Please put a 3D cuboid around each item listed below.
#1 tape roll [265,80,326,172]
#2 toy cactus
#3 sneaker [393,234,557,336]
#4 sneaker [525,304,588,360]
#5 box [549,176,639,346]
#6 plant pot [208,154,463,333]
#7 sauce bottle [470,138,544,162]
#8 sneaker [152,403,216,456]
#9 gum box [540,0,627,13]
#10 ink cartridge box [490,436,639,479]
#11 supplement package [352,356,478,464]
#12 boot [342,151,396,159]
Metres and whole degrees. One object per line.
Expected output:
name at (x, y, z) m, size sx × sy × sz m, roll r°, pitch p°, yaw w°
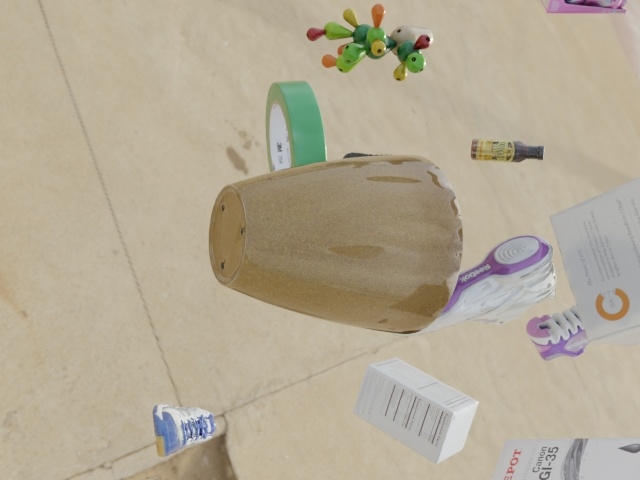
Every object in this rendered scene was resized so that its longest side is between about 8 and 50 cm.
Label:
tape roll at (-0.064, -0.223, 1.647) m, size 0.077 × 0.321 × 0.321 m, roll -8°, pitch 67°, yaw -14°
toy cactus at (0.100, -0.314, 1.051) m, size 0.180 × 0.219 × 0.112 m, roll -20°, pitch 118°, yaw -36°
sneaker at (0.259, 0.109, 1.147) m, size 0.114 × 0.305 × 0.152 m, roll -99°, pitch 163°, yaw -52°
sneaker at (0.580, 0.205, 1.518) m, size 0.095 × 0.236 × 0.105 m, roll -105°, pitch 177°, yaw -63°
box at (0.559, 0.007, 1.009) m, size 0.168 × 0.345 × 0.215 m, roll 13°, pitch 59°, yaw -44°
plant pot at (0.000, 0.000, 0.839) m, size 0.254 × 0.237 × 0.237 m, roll 3°, pitch 61°, yaw -29°
sauce bottle at (0.338, -0.163, 1.228) m, size 0.042 × 0.128 × 0.042 m, roll 3°, pitch 90°, yaw -71°
sneaker at (-0.312, 0.427, 1.576) m, size 0.296 × 0.130 × 0.112 m, roll 125°, pitch -40°, yaw -81°
gum box at (0.358, -0.384, 0.950) m, size 0.062 × 0.107 × 0.188 m, roll 91°, pitch 0°, yaw -45°
ink cartridge box at (0.340, 0.355, 0.825) m, size 0.117 × 0.283 × 0.207 m, roll 55°, pitch 46°, yaw -18°
supplement package at (0.224, 0.397, 1.611) m, size 0.139 × 0.244 × 0.134 m, roll 0°, pitch 110°, yaw -52°
boot at (0.138, -0.110, 1.522) m, size 0.076 × 0.189 × 0.208 m, roll -62°, pitch 157°, yaw -25°
